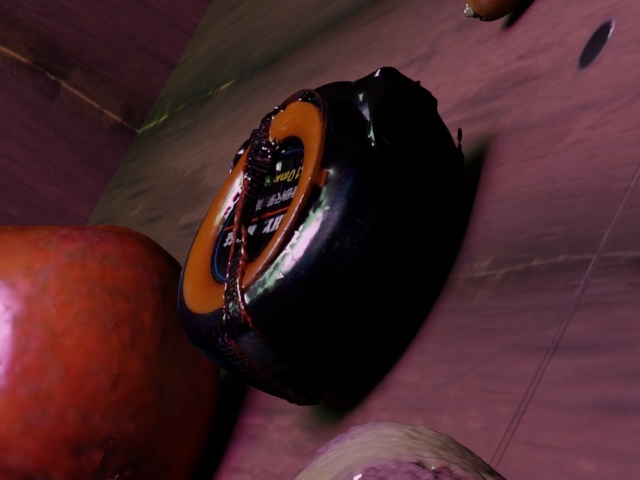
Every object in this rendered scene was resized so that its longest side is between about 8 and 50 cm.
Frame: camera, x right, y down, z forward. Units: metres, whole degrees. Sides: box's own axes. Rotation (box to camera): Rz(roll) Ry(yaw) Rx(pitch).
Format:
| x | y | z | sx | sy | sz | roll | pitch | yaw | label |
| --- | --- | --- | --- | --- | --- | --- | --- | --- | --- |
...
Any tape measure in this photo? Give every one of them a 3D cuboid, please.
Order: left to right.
| x | y | z | sx | sy | sz | roll | pitch | yaw | label |
| --- | --- | --- | --- | --- | --- | --- | --- | --- | --- |
| 0.000 | 0.000 | 1.266 | 0.202 | 0.135 | 0.223 | -20 | 43 | 55 | tape measure |

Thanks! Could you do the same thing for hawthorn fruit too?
| x | y | z | sx | sy | sz | roll | pitch | yaw | label |
| --- | --- | --- | --- | --- | --- | --- | --- | --- | --- |
| -0.209 | 0.148 | 1.474 | 0.276 | 0.276 | 0.307 | -44 | 44 | 49 | hawthorn fruit |

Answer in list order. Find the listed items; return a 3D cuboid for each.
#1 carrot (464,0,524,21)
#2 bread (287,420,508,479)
| x | y | z | sx | sy | sz | roll | pitch | yaw | label |
| --- | --- | --- | --- | --- | --- | --- | --- | --- | --- |
| 0.181 | -0.243 | 1.316 | 0.254 | 0.049 | 0.049 | -47 | 18 | 32 | carrot |
| 0.042 | 0.181 | 0.649 | 0.187 | 0.155 | 0.338 | -55 | 13 | 1 | bread |
